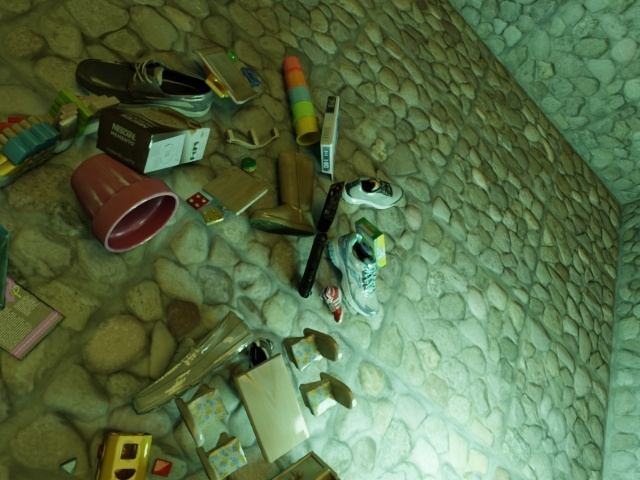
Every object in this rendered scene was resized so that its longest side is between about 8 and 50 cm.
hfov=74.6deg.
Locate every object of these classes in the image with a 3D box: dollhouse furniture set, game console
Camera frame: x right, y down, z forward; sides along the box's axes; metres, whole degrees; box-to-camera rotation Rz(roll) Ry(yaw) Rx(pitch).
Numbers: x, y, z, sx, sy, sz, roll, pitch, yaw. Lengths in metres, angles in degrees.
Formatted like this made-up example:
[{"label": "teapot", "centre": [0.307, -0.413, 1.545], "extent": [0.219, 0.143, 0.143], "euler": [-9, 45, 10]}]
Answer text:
[{"label": "dollhouse furniture set", "centre": [-0.062, 0.462, 0.943], "extent": [0.363, 0.257, 0.393], "euler": [-23, 102, -28]}, {"label": "game console", "centre": [0.000, 0.000, 1.278], "extent": [0.044, 0.213, 0.360], "euler": [18, 81, -1]}]

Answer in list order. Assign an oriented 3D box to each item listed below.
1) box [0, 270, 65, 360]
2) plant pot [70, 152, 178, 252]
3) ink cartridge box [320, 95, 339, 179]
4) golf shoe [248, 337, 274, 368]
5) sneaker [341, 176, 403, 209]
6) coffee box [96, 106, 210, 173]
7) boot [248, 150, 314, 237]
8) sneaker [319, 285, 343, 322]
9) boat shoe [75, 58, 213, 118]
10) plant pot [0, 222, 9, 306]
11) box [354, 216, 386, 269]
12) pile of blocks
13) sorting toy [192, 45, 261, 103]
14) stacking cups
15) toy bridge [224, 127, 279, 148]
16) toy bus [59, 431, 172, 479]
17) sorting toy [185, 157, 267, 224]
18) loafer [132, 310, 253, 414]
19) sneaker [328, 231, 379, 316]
[{"label": "box", "centre": [-0.649, 0.157, 0.880], "extent": [0.162, 0.029, 0.116], "euler": [44, 55, -14]}, {"label": "plant pot", "centre": [-0.477, -0.101, 0.999], "extent": [0.180, 0.201, 0.201], "euler": [44, 53, 7]}, {"label": "ink cartridge box", "centre": [0.033, -0.342, 1.432], "extent": [0.045, 0.208, 0.206], "euler": [5, 65, 5]}, {"label": "golf shoe", "centre": [-0.154, 0.352, 1.084], "extent": [0.077, 0.094, 0.198], "euler": [-17, 72, 8]}, {"label": "sneaker", "centre": [0.204, -0.177, 1.514], "extent": [0.272, 0.108, 0.100], "euler": [-1, 72, -35]}, {"label": "coffee box", "centre": [-0.409, -0.260, 1.055], "extent": [0.141, 0.098, 0.246], "euler": [27, 24, 6]}, {"label": "boot", "centre": [-0.118, -0.155, 1.313], "extent": [0.236, 0.089, 0.269], "euler": [14, 65, -40]}, {"label": "sneaker", "centre": [0.034, 0.197, 1.304], "extent": [0.067, 0.042, 0.118], "euler": [14, 58, -33]}, {"label": "boat shoe", "centre": [-0.466, -0.441, 1.155], "extent": [0.356, 0.130, 0.132], "euler": [-1, 73, -34]}, {"label": "plant pot", "centre": [-0.744, 0.035, 0.774], "extent": [0.235, 0.165, 0.165], "euler": [-4, 67, -21]}, {"label": "box", "centre": [0.164, 0.017, 1.375], "extent": [0.043, 0.179, 0.105], "euler": [-33, 51, -13]}, {"label": "pile of blocks", "centre": [-0.645, -0.263, 0.962], "extent": [0.112, 0.149, 0.362], "euler": [46, 55, -11]}, {"label": "sorting toy", "centre": [-0.290, -0.499, 1.282], "extent": [0.196, 0.047, 0.347], "euler": [48, 25, -15]}, {"label": "stacking cups", "centre": [-0.065, -0.492, 1.466], "extent": [0.096, 0.096, 0.315], "euler": [0, 71, -33]}, {"label": "toy bridge", "centre": [-0.213, -0.324, 1.343], "extent": [0.188, 0.026, 0.063], "euler": [-15, 83, -36]}, {"label": "toy bus", "centre": [-0.412, 0.495, 0.864], "extent": [0.191, 0.104, 0.202], "euler": [-40, 96, -36]}, {"label": "sorting toy", "centre": [-0.252, -0.131, 1.210], "extent": [0.132, 0.046, 0.274], "euler": [35, 54, 13]}, {"label": "loafer", "centre": [-0.310, 0.288, 1.014], "extent": [0.320, 0.112, 0.111], "euler": [-33, 80, -39]}, {"label": "sneaker", "centre": [0.127, 0.106, 1.334], "extent": [0.110, 0.122, 0.282], "euler": [-23, 87, -55]}]
